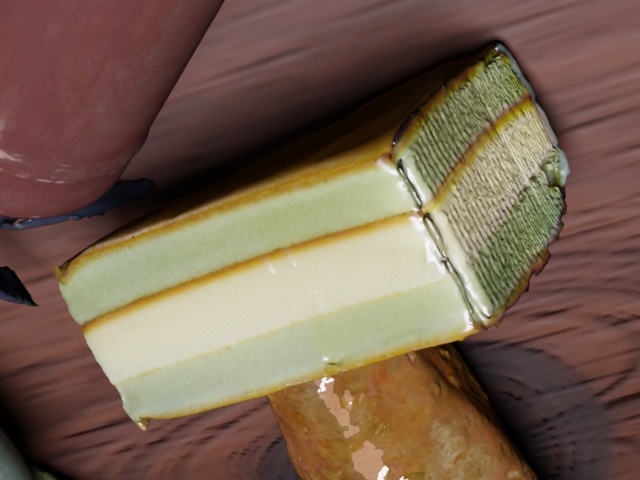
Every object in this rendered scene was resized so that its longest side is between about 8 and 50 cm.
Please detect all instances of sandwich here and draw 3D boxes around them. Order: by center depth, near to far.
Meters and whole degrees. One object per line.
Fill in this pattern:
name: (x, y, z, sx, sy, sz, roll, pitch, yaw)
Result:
sandwich: (0.000, 0.000, 0.616, 0.163, 0.113, 0.079, -20, 103, 34)

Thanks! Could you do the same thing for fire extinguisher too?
fire extinguisher: (-0.069, -0.091, 0.549, 0.138, 0.102, 0.344, -5, 141, -41)

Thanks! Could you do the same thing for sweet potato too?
sweet potato: (0.035, 0.089, 0.702, 0.097, 0.097, 0.252, -21, 120, 19)

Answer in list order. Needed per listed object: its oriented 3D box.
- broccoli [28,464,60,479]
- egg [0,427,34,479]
broccoli: (-0.012, 0.253, 0.707, 0.302, 0.186, 0.254, 35, 159, -22)
egg: (-0.226, 0.115, 0.674, 0.236, 0.169, 0.169, 24, 127, -12)
